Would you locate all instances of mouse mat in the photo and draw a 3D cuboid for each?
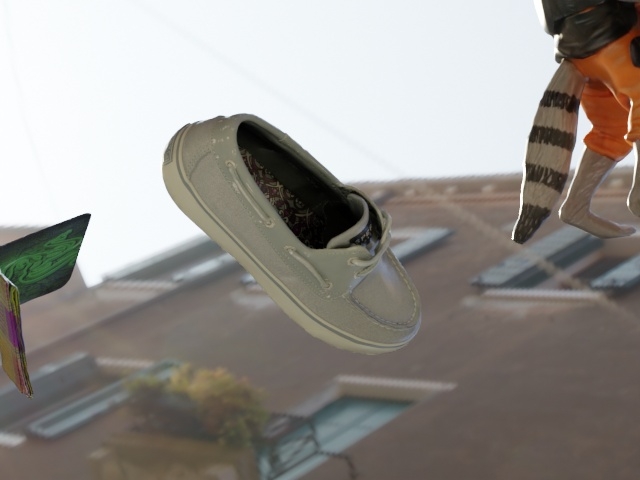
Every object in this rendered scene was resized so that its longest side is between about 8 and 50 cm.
[{"bbox_3d":[-0.369,0.041,1.773,0.007,0.189,0.153,48,-41,19],"label":"mouse mat"}]

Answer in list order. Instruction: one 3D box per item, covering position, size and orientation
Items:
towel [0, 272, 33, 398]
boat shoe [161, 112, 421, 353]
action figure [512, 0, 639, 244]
[{"bbox_3d":[-0.204,0.058,0.956,0.060,0.009,0.083,-148,-130,-61],"label":"towel"},{"bbox_3d":[0.000,-0.001,0.938,0.227,0.079,0.081,40,-36,-29],"label":"boat shoe"},{"bbox_3d":[0.211,-0.169,1.048,0.178,0.341,0.330,-6,-92,5],"label":"action figure"}]
